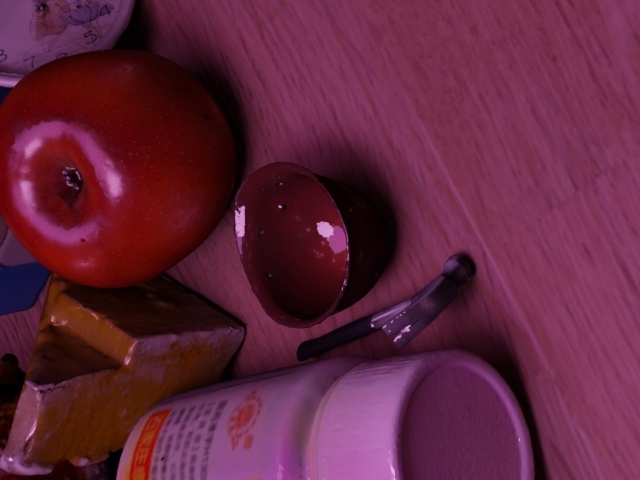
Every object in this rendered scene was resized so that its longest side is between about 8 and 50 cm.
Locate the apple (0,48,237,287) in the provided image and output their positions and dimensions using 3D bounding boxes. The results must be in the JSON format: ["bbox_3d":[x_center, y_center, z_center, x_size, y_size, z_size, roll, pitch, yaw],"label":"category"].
[{"bbox_3d":[-0.227,-0.082,1.293,0.260,0.216,0.261,7,109,20],"label":"apple"}]

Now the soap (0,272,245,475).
[{"bbox_3d":[-0.308,0.113,1.366,0.338,0.304,0.169,27,111,37],"label":"soap"}]

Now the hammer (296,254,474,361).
[{"bbox_3d":[0.044,0.087,1.189,0.029,0.103,0.246,51,140,-8],"label":"hammer"}]

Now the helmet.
[{"bbox_3d":[0.000,0.000,1.194,0.175,0.106,0.155,32,115,38],"label":"helmet"}]

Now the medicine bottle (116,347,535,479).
[{"bbox_3d":[-0.005,0.228,1.160,0.388,0.219,0.219,-17,85,42],"label":"medicine bottle"}]

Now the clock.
[{"bbox_3d":[-0.328,-0.271,1.426,0.236,0.236,0.053,50,171,26],"label":"clock"}]

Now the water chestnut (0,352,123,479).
[{"bbox_3d":[-0.393,0.290,1.487,0.335,0.335,0.347,-45,51,38],"label":"water chestnut"}]

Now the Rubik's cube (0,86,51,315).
[{"bbox_3d":[-0.521,-0.111,1.502,0.346,0.344,0.347,50,128,23],"label":"Rubik's cube"}]
